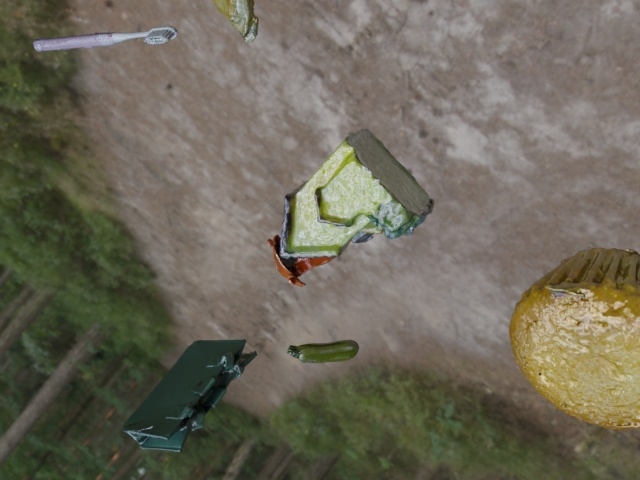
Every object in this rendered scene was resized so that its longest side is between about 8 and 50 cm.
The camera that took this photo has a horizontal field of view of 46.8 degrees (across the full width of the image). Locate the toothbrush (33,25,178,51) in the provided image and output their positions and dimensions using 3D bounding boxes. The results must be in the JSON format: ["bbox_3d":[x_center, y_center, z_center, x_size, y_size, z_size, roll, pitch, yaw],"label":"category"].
[{"bbox_3d":[-0.381,-0.342,1.272,0.353,0.029,0.024,6,134,33],"label":"toothbrush"}]

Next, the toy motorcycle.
[{"bbox_3d":[0.000,0.000,1.827,0.221,0.325,0.148,-11,-113,-55],"label":"toy motorcycle"}]

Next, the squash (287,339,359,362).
[{"bbox_3d":[0.009,0.259,1.714,0.183,0.052,0.052,0,-174,-28],"label":"squash"}]

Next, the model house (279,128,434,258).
[{"bbox_3d":[0.036,-0.035,1.114,0.170,0.211,0.194,47,-161,-3],"label":"model house"}]

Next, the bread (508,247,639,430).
[{"bbox_3d":[0.357,0.128,0.929,0.239,0.139,0.240,17,129,22],"label":"bread"}]

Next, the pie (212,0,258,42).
[{"bbox_3d":[-0.133,-0.372,1.005,0.282,0.068,0.129,-120,25,-46],"label":"pie"}]

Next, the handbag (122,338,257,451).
[{"bbox_3d":[-0.325,0.376,1.839,0.238,0.326,0.089,-14,117,46],"label":"handbag"}]
